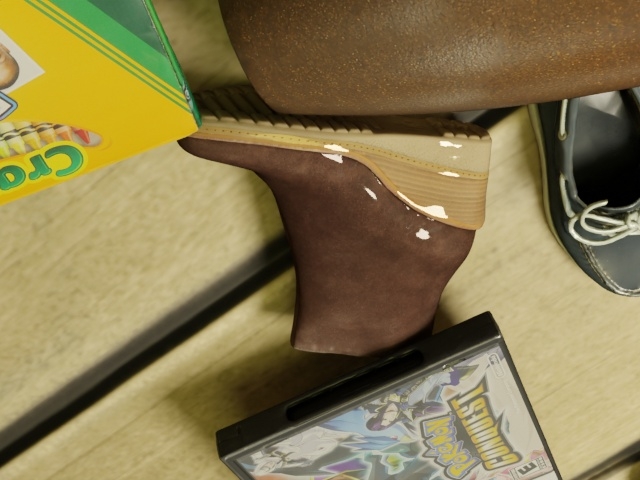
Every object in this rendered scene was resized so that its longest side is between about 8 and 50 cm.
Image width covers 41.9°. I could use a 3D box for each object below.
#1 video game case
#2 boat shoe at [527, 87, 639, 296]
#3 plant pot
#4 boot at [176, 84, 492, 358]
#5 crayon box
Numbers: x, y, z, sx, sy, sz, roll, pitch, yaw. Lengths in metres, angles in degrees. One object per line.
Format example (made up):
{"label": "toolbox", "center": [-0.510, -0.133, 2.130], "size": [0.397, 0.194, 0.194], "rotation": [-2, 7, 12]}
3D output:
{"label": "video game case", "center": [0.077, 0.200, 0.761], "size": [0.248, 0.035, 0.274], "rotation": [-25, 134, 7]}
{"label": "boat shoe", "center": [0.225, -0.046, 0.641], "size": [0.095, 0.079, 0.254], "rotation": [-20, 122, 3]}
{"label": "plant pot", "center": [0.064, -0.162, 0.492], "size": [0.231, 0.215, 0.215], "rotation": [-16, 123, 18]}
{"label": "boot", "center": [0.000, 0.000, 0.626], "size": [0.249, 0.090, 0.206], "rotation": [6, 118, -17]}
{"label": "crayon box", "center": [-0.229, -0.096, 0.481], "size": [0.279, 0.081, 0.165], "rotation": [-21, 140, -3]}
